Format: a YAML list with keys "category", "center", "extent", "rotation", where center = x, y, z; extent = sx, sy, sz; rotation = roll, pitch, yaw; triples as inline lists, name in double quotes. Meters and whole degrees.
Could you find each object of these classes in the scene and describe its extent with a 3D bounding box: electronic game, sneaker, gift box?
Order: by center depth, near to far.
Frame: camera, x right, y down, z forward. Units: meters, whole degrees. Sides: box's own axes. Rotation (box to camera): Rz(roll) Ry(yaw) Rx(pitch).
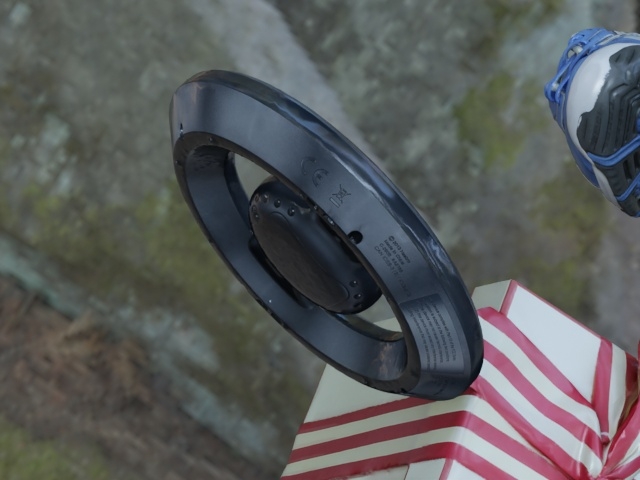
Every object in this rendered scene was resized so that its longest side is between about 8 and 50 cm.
- category: "sneaker"
  center: [0.142, -0.062, 0.887]
  extent: [0.081, 0.080, 0.211]
  rotation: [30, 6, 18]
- category: "electronic game"
  center: [0.000, 0.000, 1.010]
  extent: [0.229, 0.229, 0.048]
  rotation: [43, 70, 12]
- category: "gift box"
  center: [0.108, 0.187, 1.262]
  extent: [0.276, 0.258, 0.255]
  rotation: [28, 66, -25]
